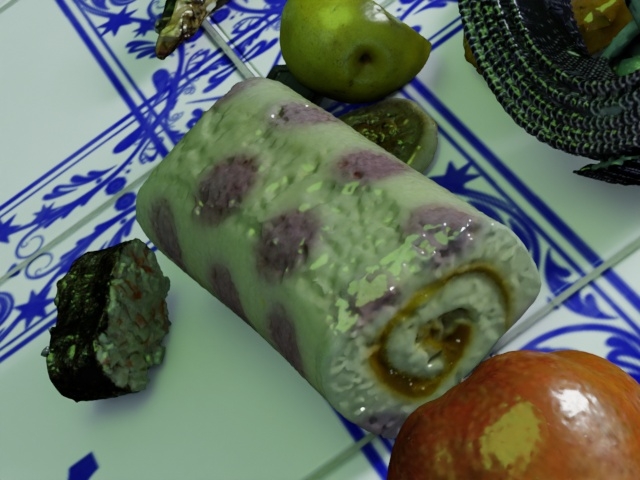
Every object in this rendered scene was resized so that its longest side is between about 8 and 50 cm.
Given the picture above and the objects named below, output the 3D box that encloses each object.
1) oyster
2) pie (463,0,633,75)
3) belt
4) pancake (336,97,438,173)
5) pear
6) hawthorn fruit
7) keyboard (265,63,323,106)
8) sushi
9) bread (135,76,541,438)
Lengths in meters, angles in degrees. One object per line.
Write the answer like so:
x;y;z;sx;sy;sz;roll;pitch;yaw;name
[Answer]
-0.111;-0.318;2.007;0.128;0.078;0.345;-29;33;44;oyster
0.238;-0.243;1.652;0.273;0.069;0.273;-23;34;16;pie
0.235;-0.211;1.464;0.260;0.122;0.325;-38;60;35;belt
0.044;-0.078;1.653;0.139;0.022;0.139;-20;39;18;pancake
0.024;-0.176;1.700;0.104;0.141;0.141;-54;36;9;pear
0.149;0.184;1.179;0.196;0.196;0.225;-33;61;3;hawthorn fruit
-0.064;-0.080;1.737;0.093;0.025;0.230;4;51;38;keyboard
-0.181;0.071;1.609;0.078;0.090;0.150;-17;42;28;sushi
0.000;0.000;1.481;0.187;0.155;0.338;-48;39;-3;bread
